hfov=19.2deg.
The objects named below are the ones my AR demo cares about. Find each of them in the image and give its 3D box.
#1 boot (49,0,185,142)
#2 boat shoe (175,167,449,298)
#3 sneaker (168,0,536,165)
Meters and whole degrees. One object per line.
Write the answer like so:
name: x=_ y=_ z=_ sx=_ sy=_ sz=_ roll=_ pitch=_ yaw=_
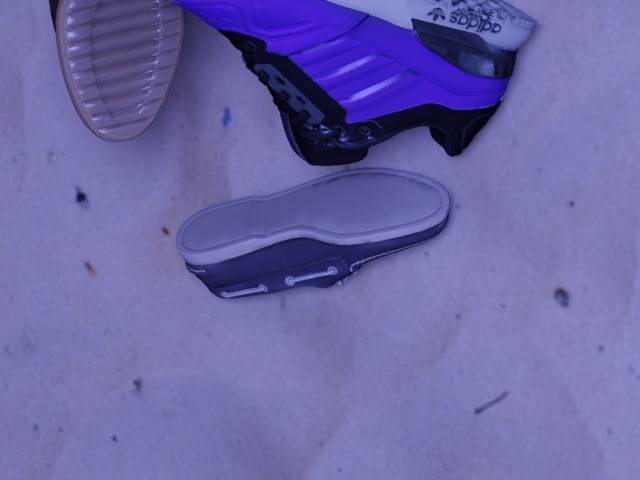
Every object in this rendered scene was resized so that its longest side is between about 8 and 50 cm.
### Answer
boot: x=-0.166 y=-0.192 z=1.368 sx=0.090 sy=0.207 sz=0.249 roll=-4 pitch=92 yaw=-18
boat shoe: x=0.000 y=0.000 z=1.373 sx=0.206 sy=0.075 sz=0.065 roll=-9 pitch=131 yaw=16
sneaker: x=-0.006 y=-0.123 z=1.278 sx=0.293 sy=0.102 sz=0.146 roll=13 pitch=110 yaw=-18
